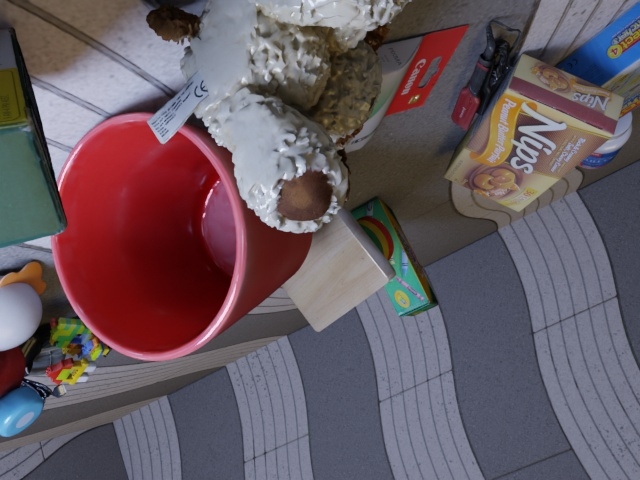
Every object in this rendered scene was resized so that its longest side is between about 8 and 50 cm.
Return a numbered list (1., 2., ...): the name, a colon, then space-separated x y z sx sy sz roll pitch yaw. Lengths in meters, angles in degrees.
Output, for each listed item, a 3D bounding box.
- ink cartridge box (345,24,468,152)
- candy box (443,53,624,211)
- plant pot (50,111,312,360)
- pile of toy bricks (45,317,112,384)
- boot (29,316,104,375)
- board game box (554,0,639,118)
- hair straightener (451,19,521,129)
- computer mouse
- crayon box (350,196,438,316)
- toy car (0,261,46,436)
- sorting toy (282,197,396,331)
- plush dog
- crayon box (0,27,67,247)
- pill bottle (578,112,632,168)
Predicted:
1. ink cartridge box: 0.094 -0.204 0.697 0.225 0.056 0.181 -18 163 -18
2. candy box: 0.377 -0.183 0.921 0.316 0.183 0.087 106 9 -69
3. plant pot: -0.146 -0.014 0.623 0.275 0.275 0.243 -32 172 24
4. pile of toy bricks: -0.460 0.170 0.926 0.105 0.118 0.212 18 118 -49
5. boot: -0.574 0.244 1.089 0.190 0.076 0.208 0 147 -29
6. board game box: 0.595 -0.332 0.954 0.302 0.086 0.308 -7 156 -45
7. hair straightener: 0.264 -0.269 0.779 0.089 0.047 0.230 -43 160 -8
8. computer mouse: -0.582 0.259 0.954 0.262 0.184 0.060 -39 -158 40
9. crayon box: 0.183 0.045 1.194 0.081 0.278 0.165 -28 164 15
10. toy car: -0.497 0.138 0.746 0.238 0.219 0.210 -51 168 -11
11. sorting toy: 0.000 0.000 0.865 0.089 0.255 0.257 -32 171 -38
12. plush dog: -0.018 -0.153 0.474 0.225 0.210 0.262 0 110 -63
13. crayon box: -0.340 -0.047 0.286 0.318 0.202 0.081 -16 132 -24
14. pill bottle: 0.718 -0.272 1.254 0.124 0.124 0.221 -29 163 13
